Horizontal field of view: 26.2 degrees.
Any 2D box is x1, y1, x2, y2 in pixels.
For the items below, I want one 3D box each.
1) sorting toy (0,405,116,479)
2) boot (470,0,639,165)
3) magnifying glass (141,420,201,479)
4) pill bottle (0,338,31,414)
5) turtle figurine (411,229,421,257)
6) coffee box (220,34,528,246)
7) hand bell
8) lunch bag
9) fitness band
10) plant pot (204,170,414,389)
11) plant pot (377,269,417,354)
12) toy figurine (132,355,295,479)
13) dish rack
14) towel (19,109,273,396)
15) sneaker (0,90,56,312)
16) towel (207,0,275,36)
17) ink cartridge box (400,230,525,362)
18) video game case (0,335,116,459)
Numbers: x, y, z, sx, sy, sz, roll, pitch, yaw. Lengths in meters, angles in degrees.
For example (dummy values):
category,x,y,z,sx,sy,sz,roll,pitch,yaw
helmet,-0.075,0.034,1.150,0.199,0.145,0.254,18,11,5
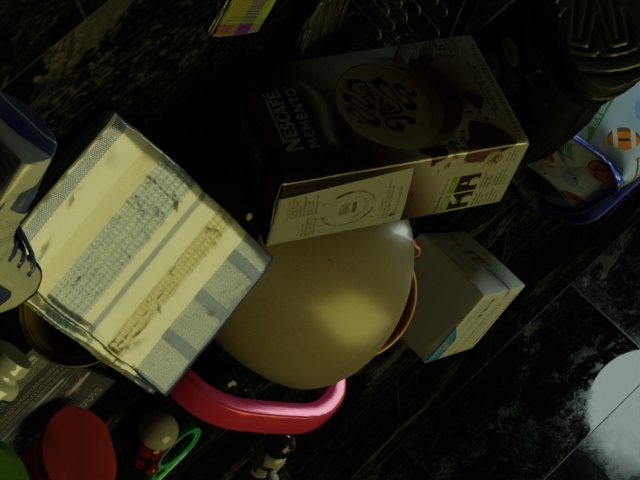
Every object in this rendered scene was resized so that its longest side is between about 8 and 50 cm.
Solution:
category,x,y,z,sx,sy,sz,roll,pitch,yaw
sorting toy,-0.413,0.301,1.643,0.126,0.127,0.365,-22,176,37
boot,0.276,-0.304,1.731,0.146,0.367,0.445,-4,172,-5
magnifying glass,-0.273,0.388,2.279,0.231,0.026,0.092,-52,161,20
pill bottle,-0.376,0.168,1.518,0.120,0.067,0.067,-48,162,6
turtle figurine,0.000,0.000,1.866,0.270,0.087,0.217,-8,137,3
coffee box,0.056,-0.115,1.542,0.297,0.168,0.119,-12,149,-20
hand bell,-0.257,0.085,1.592,0.126,0.126,0.242,-45,174,-2
lunch bag,0.504,-0.209,2.400,0.328,0.239,0.385,-42,177,-14
fitness band,-0.095,0.160,1.837,0.291,0.209,0.054,10,138,-37
plant pot,-0.058,0.018,1.633,0.284,0.284,0.191,-50,139,14
plant pot,0.030,0.083,2.055,0.205,0.205,0.188,-43,177,-9
toy figurine,-0.157,0.304,2.055,0.213,0.209,0.148,-37,170,-30
dish rack,0.076,-0.252,1.605,0.271,0.074,0.208,-34,158,-31
towel,-0.194,0.020,1.417,0.209,0.034,0.285,-51,130,-5
sneaker,-0.315,-0.013,1.207,0.315,0.127,0.182,-48,167,29
towel,-0.077,-0.235,1.406,0.083,0.009,0.060,-18,147,-56
ink cartridge box,0.231,0.097,2.531,0.171,0.168,0.233,-51,161,18
video game case,-0.372,0.215,1.697,0.196,0.026,0.274,-45,163,-2
